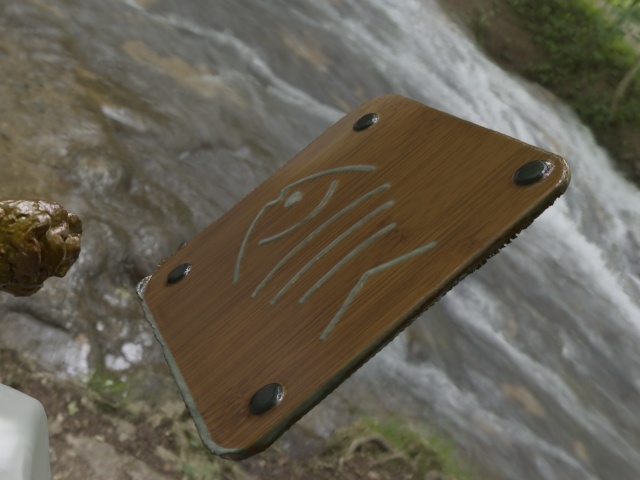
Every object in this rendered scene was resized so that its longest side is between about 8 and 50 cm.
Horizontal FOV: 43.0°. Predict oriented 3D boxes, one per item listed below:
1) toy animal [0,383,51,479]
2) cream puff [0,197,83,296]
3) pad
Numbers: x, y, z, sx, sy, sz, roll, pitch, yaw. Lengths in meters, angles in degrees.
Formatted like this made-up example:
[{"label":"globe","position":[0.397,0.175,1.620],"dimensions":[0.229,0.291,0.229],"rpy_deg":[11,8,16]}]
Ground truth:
[{"label":"toy animal","position":[-0.298,0.158,0.343],"dimensions":[0.368,0.241,0.196],"rpy_deg":[-9,26,-7]},{"label":"cream puff","position":[-0.283,0.007,0.755],"dimensions":[0.116,0.094,0.122],"rpy_deg":[0,3,-38]},{"label":"pad","position":[0.000,0.000,0.602],"dimensions":[0.018,0.286,0.284],"rpy_deg":[54,-6,-29]}]
